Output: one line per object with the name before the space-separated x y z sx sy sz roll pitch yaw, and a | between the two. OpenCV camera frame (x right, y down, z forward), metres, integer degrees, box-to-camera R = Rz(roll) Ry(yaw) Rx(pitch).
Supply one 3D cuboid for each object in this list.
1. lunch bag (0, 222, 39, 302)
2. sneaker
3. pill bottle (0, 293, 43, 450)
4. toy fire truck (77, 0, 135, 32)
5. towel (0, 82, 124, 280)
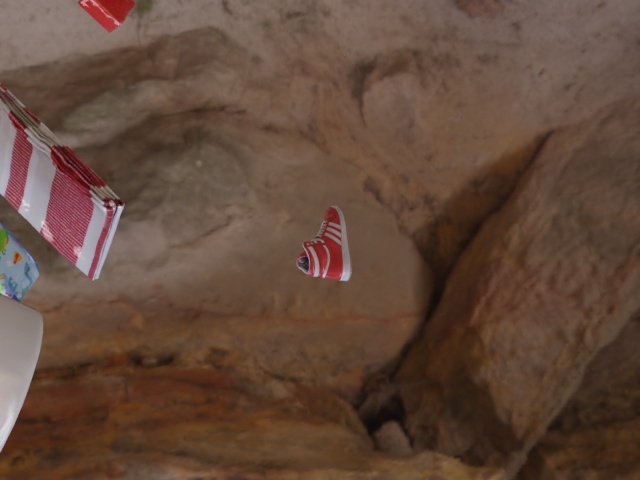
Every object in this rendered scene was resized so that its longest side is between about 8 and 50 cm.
lunch bag | -0.506 0.012 1.178 0.176 0.090 0.219 7 146 23
sneaker | 0.000 0.000 1.108 0.067 0.118 0.042 3 138 -13
pill bottle | -0.333 0.042 0.483 0.319 0.176 0.176 27 138 -27
toy fire truck | -0.176 -0.324 0.941 0.135 0.192 0.047 -21 128 40
towel | -0.438 -0.100 1.290 0.037 0.329 0.237 -44 174 -36
